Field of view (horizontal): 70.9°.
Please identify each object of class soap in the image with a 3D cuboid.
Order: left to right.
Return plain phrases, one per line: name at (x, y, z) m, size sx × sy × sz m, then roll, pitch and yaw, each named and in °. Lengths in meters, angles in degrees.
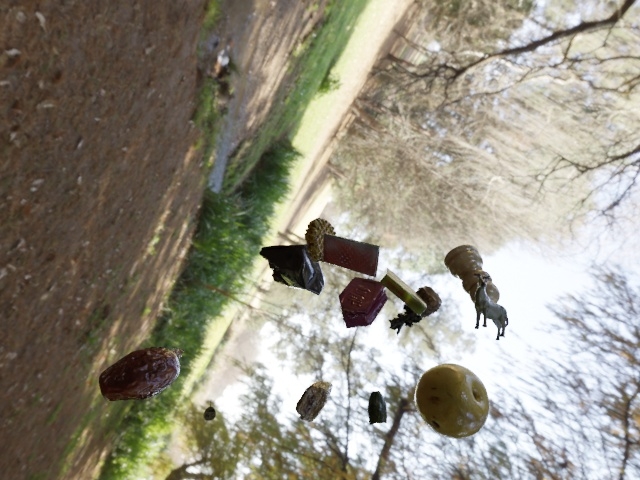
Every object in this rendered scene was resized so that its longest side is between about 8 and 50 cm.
soap at (0.163, 0.261, 1.838) m, size 0.250 × 0.162 × 0.099 m, roll -46°, pitch 138°, yaw -49°

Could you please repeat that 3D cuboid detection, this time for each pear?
pear at (0.615, 0.749, 2.111) m, size 0.348 × 0.349 × 0.348 m, roll -60°, pitch -176°, yaw 6°

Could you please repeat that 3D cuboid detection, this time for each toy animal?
toy animal at (0.567, 0.224, 1.499) m, size 0.073 × 0.217 × 0.175 m, roll -12°, pitch -128°, yaw 51°

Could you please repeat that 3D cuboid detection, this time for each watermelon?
watermelon at (-0.641, 0.521, 1.992) m, size 0.061 × 0.085 × 0.085 m, roll 1°, pitch -125°, yaw 47°

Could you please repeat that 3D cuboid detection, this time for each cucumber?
cucumber at (0.194, 0.563, 1.519) m, size 0.035 × 0.067 × 0.107 m, roll 108°, pitch -20°, yaw -67°

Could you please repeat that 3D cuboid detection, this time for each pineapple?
pineapple at (0.404, 0.308, 1.951) m, size 0.248 × 0.128 × 0.128 m, roll -46°, pitch -172°, yaw 21°

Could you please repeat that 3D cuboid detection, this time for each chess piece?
chess piece at (0.673, 0.167, 1.969) m, size 0.167 × 0.167 × 0.299 m, roll -58°, pitch -152°, yaw 29°

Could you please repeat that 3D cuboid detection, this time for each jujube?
jujube at (-0.701, 0.525, 1.755) m, size 0.291 × 0.197 × 0.197 m, roll -19°, pitch 172°, yaw -14°

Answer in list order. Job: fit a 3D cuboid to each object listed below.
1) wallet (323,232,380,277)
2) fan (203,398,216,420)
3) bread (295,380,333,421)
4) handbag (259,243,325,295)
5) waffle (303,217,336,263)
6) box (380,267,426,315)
wallet at (0.091, 0.044, 1.396) m, size 0.020 × 0.197 × 0.103 m, roll -23°, pitch 121°, yaw -53°
fan at (-0.455, 0.696, 1.829) m, size 0.060 × 0.080 × 0.003 m, roll -37°, pitch 144°, yaw 7°
bread at (-0.021, 0.499, 1.415) m, size 0.125 × 0.082 × 0.106 m, roll -61°, pitch 172°, yaw 3°
handbag at (-0.151, 0.139, 2.300) m, size 0.342 × 0.288 × 0.152 m, roll 69°, pitch 35°, yaw -43°
waffle at (0.000, 0.000, 1.929) m, size 0.193 × 0.070 × 0.197 m, roll -10°, pitch 94°, yaw -59°
box at (0.292, 0.175, 1.611) m, size 0.043 × 0.173 × 0.311 m, roll -50°, pitch 173°, yaw 6°
